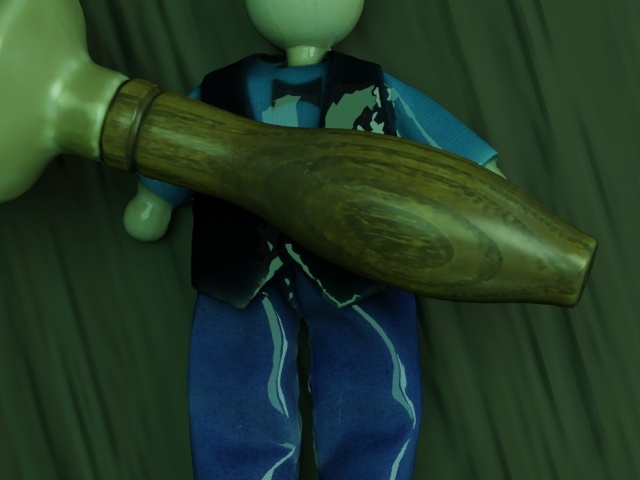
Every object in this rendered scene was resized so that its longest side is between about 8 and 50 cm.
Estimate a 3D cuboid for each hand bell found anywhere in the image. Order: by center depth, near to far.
[{"bbox_3d":[-0.043,-0.027,0.487,0.242,0.126,0.126,19,88,13],"label":"hand bell"}]

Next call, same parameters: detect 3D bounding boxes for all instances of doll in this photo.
[{"bbox_3d":[0.000,0.000,0.534,0.129,0.046,0.189,-5,80,15],"label":"doll"}]
